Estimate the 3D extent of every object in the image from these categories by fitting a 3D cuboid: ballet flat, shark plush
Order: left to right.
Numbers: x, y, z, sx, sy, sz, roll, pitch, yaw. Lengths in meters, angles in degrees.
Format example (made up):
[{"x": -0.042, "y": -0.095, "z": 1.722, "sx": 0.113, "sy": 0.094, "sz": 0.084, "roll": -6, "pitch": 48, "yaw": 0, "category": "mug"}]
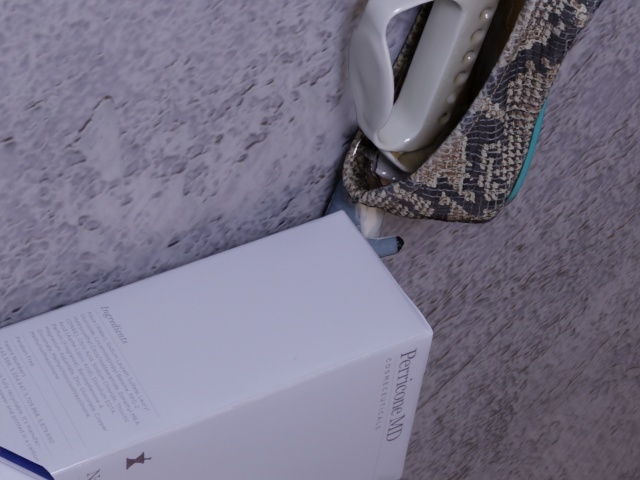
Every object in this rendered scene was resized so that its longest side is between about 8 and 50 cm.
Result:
[{"x": 0.000, "y": 0.000, "z": 1.592, "sx": 0.067, "sy": 0.073, "sz": 0.161, "roll": 23, "pitch": 134, "yaw": -37, "category": "shark plush"}, {"x": 0.126, "y": -0.193, "z": 1.377, "sx": 0.182, "sy": 0.164, "sz": 0.482, "roll": -3, "pitch": 137, "yaw": -26, "category": "ballet flat"}]

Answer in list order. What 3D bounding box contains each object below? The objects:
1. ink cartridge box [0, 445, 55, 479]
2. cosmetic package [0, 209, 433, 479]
[{"x": -0.367, "y": 0.210, "z": 1.032, "sx": 0.324, "sy": 0.071, "sz": 0.330, "roll": 31, "pitch": 88, "yaw": -23, "category": "ink cartridge box"}, {"x": -0.117, "y": 0.147, "z": 1.475, "sx": 0.385, "sy": 0.156, "sz": 0.217, "roll": -19, "pitch": 143, "yaw": -20, "category": "cosmetic package"}]
